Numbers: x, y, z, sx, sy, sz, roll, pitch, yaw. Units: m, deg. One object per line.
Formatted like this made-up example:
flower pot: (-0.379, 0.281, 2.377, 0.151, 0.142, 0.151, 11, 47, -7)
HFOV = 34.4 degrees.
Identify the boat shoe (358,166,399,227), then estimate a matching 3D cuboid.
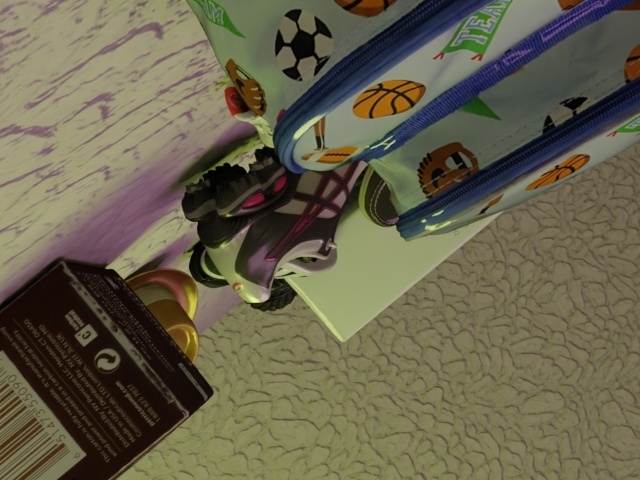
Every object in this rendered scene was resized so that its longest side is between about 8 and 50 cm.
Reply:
boat shoe: (0.166, -0.128, 1.408, 0.285, 0.103, 0.092, -46, -153, 4)

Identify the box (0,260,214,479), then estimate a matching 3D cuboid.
box: (-0.218, 0.134, 0.922, 0.167, 0.168, 0.203, -40, 178, -2)

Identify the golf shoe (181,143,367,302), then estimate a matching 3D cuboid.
golf shoe: (-0.018, -0.046, 1.004, 0.105, 0.120, 0.273, -4, -157, 45)

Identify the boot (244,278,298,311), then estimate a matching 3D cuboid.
boot: (-0.003, -0.003, 1.873, 0.348, 0.131, 0.260, -29, 169, -5)

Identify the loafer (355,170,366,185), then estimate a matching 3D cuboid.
loafer: (-0.029, -0.045, 1.476, 0.223, 0.078, 0.076, -40, 177, 18)

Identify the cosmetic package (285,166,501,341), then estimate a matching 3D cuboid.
cosmetic package: (0.137, -0.076, 1.590, 0.453, 0.161, 0.230, -39, -159, 2)

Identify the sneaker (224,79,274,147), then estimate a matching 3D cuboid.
sneaker: (-0.040, -0.107, 0.753, 0.075, 0.057, 0.161, -20, 172, -21)

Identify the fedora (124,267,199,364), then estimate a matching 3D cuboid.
fedora: (-0.203, 0.128, 1.222, 0.194, 0.079, 0.194, -31, 141, -28)

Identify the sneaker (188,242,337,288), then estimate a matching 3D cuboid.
sneaker: (-0.087, 0.020, 1.407, 0.121, 0.079, 0.217, -17, 168, 41)

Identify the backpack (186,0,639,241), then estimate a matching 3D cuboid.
backpack: (0.067, -0.118, 0.470, 0.276, 0.213, 0.263, -37, 167, 19)
